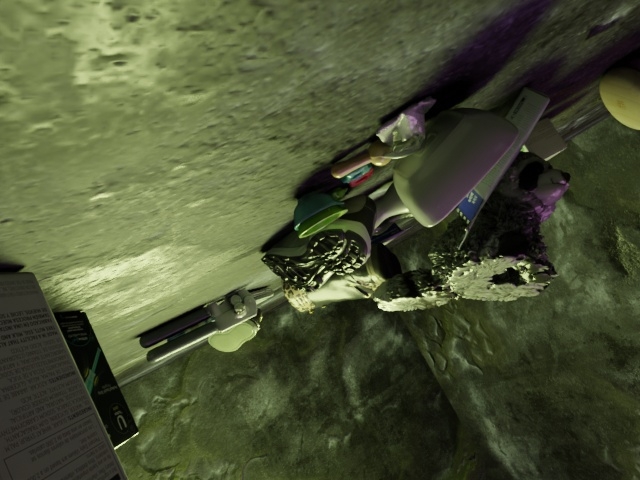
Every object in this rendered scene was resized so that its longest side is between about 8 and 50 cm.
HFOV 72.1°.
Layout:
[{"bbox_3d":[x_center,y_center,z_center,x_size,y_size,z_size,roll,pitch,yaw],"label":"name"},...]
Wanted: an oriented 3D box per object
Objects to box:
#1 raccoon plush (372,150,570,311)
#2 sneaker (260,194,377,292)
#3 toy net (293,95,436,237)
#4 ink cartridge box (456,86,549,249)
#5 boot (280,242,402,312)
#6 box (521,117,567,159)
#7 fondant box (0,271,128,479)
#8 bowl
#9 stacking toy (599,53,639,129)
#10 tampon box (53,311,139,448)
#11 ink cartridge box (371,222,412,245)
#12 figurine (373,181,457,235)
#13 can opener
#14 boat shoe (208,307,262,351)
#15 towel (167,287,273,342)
[{"bbox_3d":[0.302,-0.036,0.959,0.447,0.299,0.216,-12,145,28],"label":"raccoon plush"},{"bbox_3d":[-0.001,0.009,0.717,0.272,0.100,0.108,-26,-152,51],"label":"sneaker"},{"bbox_3d":[0.060,-0.081,0.528,0.122,0.045,0.232,-20,168,-48],"label":"toy net"},{"bbox_3d":[0.273,-0.102,0.724,0.223,0.045,0.223,-58,164,-1],"label":"ink cartridge box"},{"bbox_3d":[0.083,0.126,1.239,0.285,0.138,0.377,-15,160,16],"label":"boot"},{"bbox_3d":[0.505,-0.221,1.058,0.102,0.087,0.101,-27,172,-13],"label":"box"},{"bbox_3d":[-0.253,0.219,0.291,0.238,0.330,0.096,-29,172,7],"label":"fondant box"},{"bbox_3d":[0.138,-0.095,0.498,0.142,0.053,0.142,-48,-166,15],"label":"bowl"},{"bbox_3d":[0.721,-0.363,0.831,0.330,0.141,0.141,-37,171,11],"label":"stacking toy"},{"bbox_3d":[-0.295,0.172,0.464,0.102,0.160,0.120,-29,172,0],"label":"tampon box"},{"bbox_3d":[0.126,0.022,1.363,0.176,0.069,0.371,-25,174,-21],"label":"ink cartridge box"},{"bbox_3d":[0.147,-0.064,0.832,0.210,0.092,0.215,-27,172,15],"label":"figurine"},{"bbox_3d":[-0.275,0.198,1.027,0.281,0.074,0.093,-24,171,-33],"label":"can opener"},{"bbox_3d":[-0.239,0.253,1.243,0.228,0.081,0.068,-32,-158,41],"label":"boat shoe"},{"bbox_3d":[-0.285,0.219,1.284,0.285,0.034,0.209,-30,172,13],"label":"towel"}]
